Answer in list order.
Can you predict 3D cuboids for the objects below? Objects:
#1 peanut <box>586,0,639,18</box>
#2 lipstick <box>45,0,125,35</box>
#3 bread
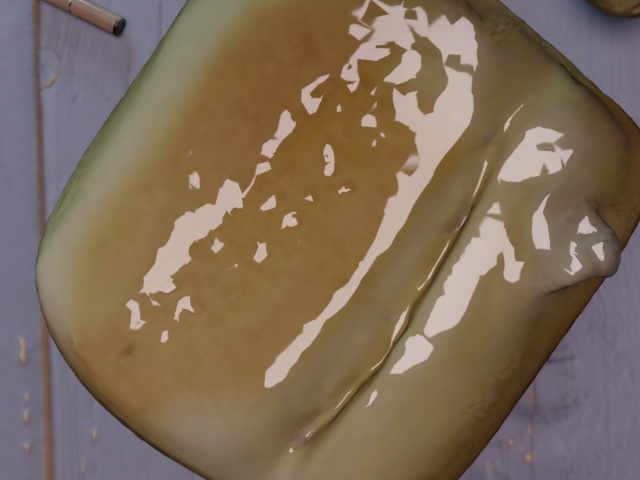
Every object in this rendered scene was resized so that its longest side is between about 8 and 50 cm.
[{"bbox_3d":[0.233,-0.286,0.709,0.103,0.098,0.229,1,87,5],"label":"peanut"},{"bbox_3d":[-0.216,-0.207,0.804,0.094,0.019,0.019,28,93,7],"label":"lipstick"},{"bbox_3d":[0.000,0.000,0.655,0.348,0.253,0.376,34,93,10],"label":"bread"}]
